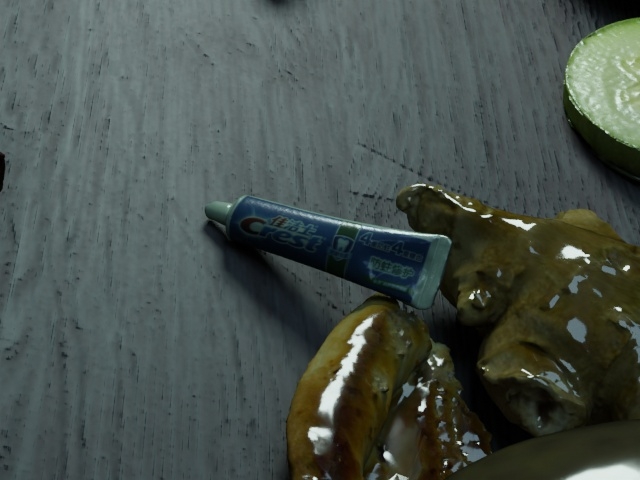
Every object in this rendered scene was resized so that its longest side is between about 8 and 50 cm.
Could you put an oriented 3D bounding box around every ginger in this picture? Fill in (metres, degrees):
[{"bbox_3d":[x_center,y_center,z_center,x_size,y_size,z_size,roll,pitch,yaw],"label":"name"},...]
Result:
[{"bbox_3d":[0.170,0.051,0.911,0.270,0.123,0.219,20,43,15],"label":"ginger"}]

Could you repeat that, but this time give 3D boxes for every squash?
[{"bbox_3d":[0.340,-0.140,1.182,0.219,0.041,0.219,1,52,-1],"label":"squash"}]

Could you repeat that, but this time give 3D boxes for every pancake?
[{"bbox_3d":[0.087,0.158,0.812,0.244,0.057,0.266,28,43,6],"label":"pancake"}]

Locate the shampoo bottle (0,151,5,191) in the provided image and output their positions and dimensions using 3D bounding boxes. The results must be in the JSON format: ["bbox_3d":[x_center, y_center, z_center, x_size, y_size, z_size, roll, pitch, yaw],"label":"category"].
[{"bbox_3d":[-0.336,-0.096,0.890,0.236,0.067,0.068,33,25,13],"label":"shampoo bottle"}]

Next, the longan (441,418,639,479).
[{"bbox_3d":[0.154,0.226,0.623,0.300,0.243,0.300,-10,56,15],"label":"longan"}]

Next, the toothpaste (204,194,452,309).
[{"bbox_3d":[0.000,0.000,0.916,0.197,0.035,0.057,16,80,23],"label":"toothpaste"}]
